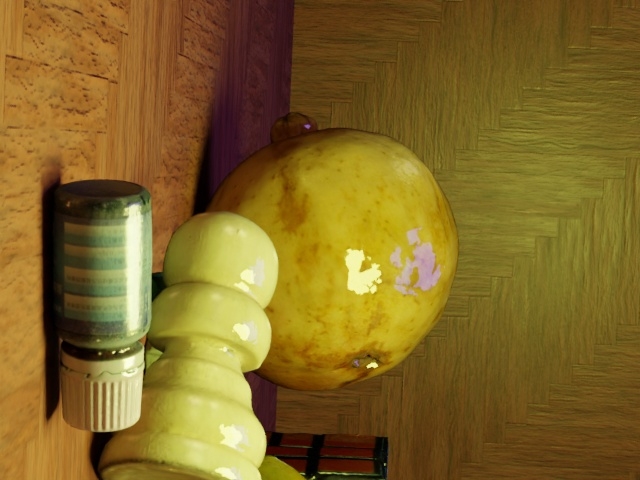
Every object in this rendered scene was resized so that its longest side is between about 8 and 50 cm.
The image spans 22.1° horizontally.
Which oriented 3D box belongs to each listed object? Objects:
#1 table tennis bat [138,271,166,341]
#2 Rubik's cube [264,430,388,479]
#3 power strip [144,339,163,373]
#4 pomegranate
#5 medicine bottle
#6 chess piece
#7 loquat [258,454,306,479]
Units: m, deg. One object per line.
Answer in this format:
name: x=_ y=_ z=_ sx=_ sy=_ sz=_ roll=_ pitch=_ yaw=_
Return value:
table tennis bat: x=-0.189 y=0.048 z=1.680 sx=0.257 sy=0.039 sz=0.160 roll=39 pitch=56 yaw=-83
Rubik's cube: x=-0.044 y=0.448 z=2.455 sx=0.283 sy=0.294 sz=0.288 roll=-50 pitch=144 yaw=-81
power strip: x=-0.168 y=0.087 z=1.959 sx=0.272 sy=0.052 sz=0.078 roll=-85 pitch=176 yaw=-54
pomegranate: x=0.000 y=0.000 z=2.278 sx=0.410 sy=0.410 sz=0.410 roll=3 pitch=90 yaw=-87
medicine bottle: x=-0.180 y=0.055 z=1.354 sx=0.083 sy=0.083 sz=0.203 roll=-76 pitch=167 yaw=-75
chess piece: x=-0.113 y=0.113 z=1.656 sx=0.167 sy=0.167 sz=0.299 roll=87 pitch=13 yaw=-65
loquat: x=-0.088 y=0.394 z=2.085 sx=0.213 sy=0.213 sz=0.246 roll=-78 pitch=145 yaw=-71
